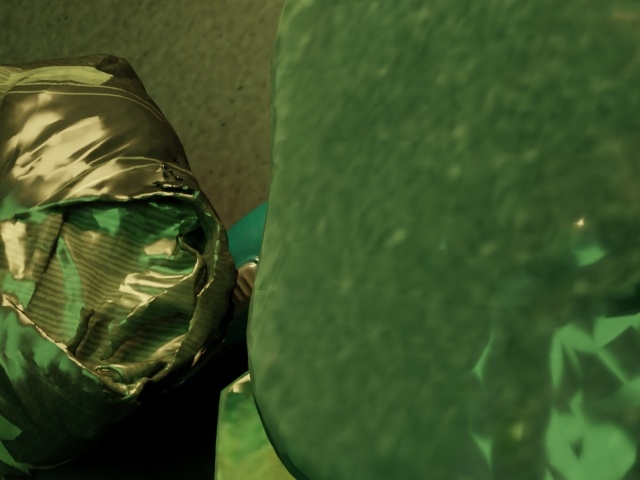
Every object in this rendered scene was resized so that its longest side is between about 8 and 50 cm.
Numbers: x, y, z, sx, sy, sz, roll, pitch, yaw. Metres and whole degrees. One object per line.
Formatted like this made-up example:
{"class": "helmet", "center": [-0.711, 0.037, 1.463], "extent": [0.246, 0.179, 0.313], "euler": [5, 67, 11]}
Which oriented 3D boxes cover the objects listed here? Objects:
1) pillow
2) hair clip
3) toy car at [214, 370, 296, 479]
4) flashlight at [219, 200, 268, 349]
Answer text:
{"class": "pillow", "center": [-0.159, 0.017, 0.747], "extent": [0.335, 0.092, 0.161], "euler": [-7, 66, 41]}
{"class": "hair clip", "center": [0.140, 0.086, 0.376], "extent": [0.392, 0.238, 0.318], "euler": [-3, 64, 60]}
{"class": "toy car", "center": [0.011, 0.200, 0.510], "extent": [0.097, 0.141, 0.321], "euler": [-6, 62, 5]}
{"class": "flashlight", "center": [0.000, 0.000, 0.685], "extent": [0.129, 0.051, 0.051], "euler": [-36, 50, 26]}
